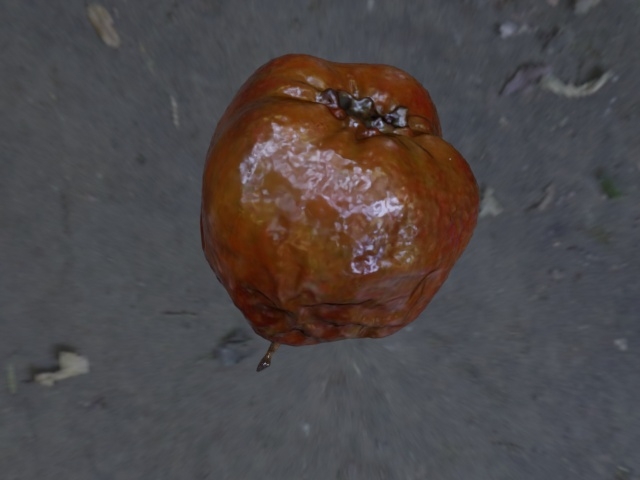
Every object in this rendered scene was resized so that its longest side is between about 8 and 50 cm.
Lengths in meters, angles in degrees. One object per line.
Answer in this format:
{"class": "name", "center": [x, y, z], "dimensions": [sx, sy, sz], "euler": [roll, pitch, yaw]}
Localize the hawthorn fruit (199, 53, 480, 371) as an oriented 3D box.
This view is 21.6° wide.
{"class": "hawthorn fruit", "center": [0.000, 0.000, 1.203], "dimensions": [0.207, 0.207, 0.243], "euler": [22, 121, 2]}
